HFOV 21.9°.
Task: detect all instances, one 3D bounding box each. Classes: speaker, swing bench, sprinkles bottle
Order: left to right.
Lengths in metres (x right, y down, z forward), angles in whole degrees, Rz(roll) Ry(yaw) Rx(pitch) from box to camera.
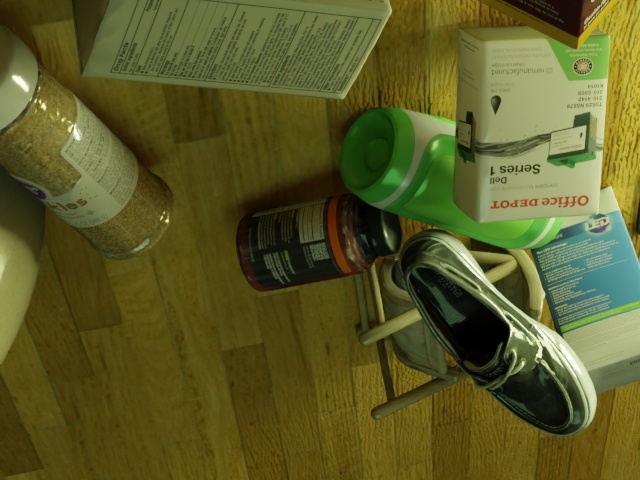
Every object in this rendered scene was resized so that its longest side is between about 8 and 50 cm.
[{"bbox_3d":[-0.298,-0.104,1.863,0.121,0.121,0.355,-23,145,15],"label":"sprinkles bottle"},{"bbox_3d":[0.175,0.108,2.288,0.254,0.165,0.253,-10,147,0],"label":"swing bench"},{"bbox_3d":[0.170,-0.075,2.063,0.296,0.131,0.131,17,136,-36],"label":"speaker"}]

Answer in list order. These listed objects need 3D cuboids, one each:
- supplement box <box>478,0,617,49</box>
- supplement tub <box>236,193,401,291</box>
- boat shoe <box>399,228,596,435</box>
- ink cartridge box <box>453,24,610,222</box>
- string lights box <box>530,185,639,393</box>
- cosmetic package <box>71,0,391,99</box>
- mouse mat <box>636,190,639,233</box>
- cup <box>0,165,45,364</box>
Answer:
[{"bbox_3d":[0.211,-0.328,1.617,0.129,0.191,0.194,-49,156,-25],"label":"supplement box"},{"bbox_3d":[0.000,0.000,2.099,0.198,0.106,0.106,-10,149,20],"label":"supplement tub"},{"bbox_3d":[0.211,0.136,2.076,0.335,0.119,0.121,44,117,-8],"label":"boat shoe"},{"bbox_3d":[0.245,-0.137,1.933,0.160,0.092,0.219,-5,109,-13],"label":"ink cartridge box"},{"bbox_3d":[0.368,0.067,2.214,0.133,0.260,0.077,-18,146,9],"label":"string lights box"},{"bbox_3d":[-0.096,-0.249,1.714,0.296,0.129,0.153,3,144,-24],"label":"cosmetic package"},{"bbox_3d":[0.534,-0.069,2.303,0.189,0.007,0.153,-12,146,0],"label":"mouse mat"},{"bbox_3d":[-0.477,0.063,1.943,0.331,0.237,0.331,-10,146,-6],"label":"cup"}]
